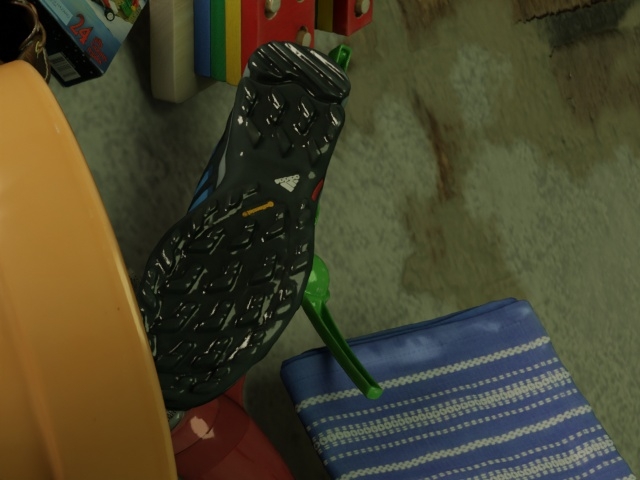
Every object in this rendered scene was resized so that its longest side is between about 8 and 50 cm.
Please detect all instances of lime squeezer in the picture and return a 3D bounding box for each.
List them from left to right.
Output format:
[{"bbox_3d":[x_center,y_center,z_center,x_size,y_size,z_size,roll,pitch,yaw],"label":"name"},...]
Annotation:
[{"bbox_3d":[0.000,0.000,1.570,0.059,0.110,0.310,32,46,-51],"label":"lime squeezer"}]

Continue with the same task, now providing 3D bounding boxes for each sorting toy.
[{"bbox_3d":[-0.029,-0.262,1.544,0.257,0.089,0.255,-37,136,-51],"label":"sorting toy"}]

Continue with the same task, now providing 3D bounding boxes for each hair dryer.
[{"bbox_3d":[-0.067,0.106,1.492,0.223,0.080,0.294,-25,100,-52],"label":"hair dryer"}]

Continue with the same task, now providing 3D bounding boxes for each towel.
[{"bbox_3d":[0.138,0.192,1.484,0.243,0.040,0.336,-12,52,-27],"label":"towel"}]

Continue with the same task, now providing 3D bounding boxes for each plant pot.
[{"bbox_3d":[-0.221,0.066,1.076,0.203,0.291,0.291,-18,95,-15],"label":"plant pot"}]

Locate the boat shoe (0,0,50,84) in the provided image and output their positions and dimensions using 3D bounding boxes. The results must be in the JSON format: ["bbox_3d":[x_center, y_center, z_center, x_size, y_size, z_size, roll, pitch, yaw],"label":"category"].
[{"bbox_3d":[-0.213,-0.126,1.227,0.207,0.073,0.073,0,68,-76],"label":"boat shoe"}]

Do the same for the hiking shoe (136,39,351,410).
[{"bbox_3d":[-0.055,0.004,1.429,0.113,0.132,0.304,24,64,2],"label":"hiking shoe"}]

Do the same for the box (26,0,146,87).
[{"bbox_3d":[-0.216,-0.253,1.437,0.233,0.044,0.159,50,46,-30],"label":"box"}]
